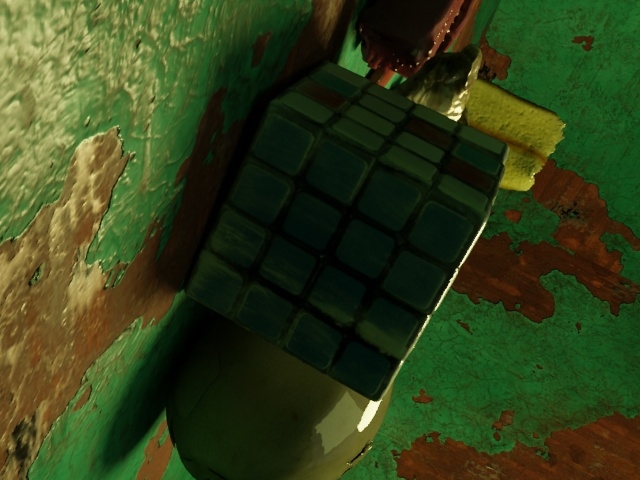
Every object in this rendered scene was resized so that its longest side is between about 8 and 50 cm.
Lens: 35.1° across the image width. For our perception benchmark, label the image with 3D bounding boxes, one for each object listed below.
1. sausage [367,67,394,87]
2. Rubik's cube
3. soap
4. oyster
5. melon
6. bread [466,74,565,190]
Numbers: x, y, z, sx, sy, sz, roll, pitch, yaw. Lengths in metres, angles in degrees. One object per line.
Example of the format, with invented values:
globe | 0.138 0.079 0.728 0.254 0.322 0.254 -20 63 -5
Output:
sausage | 0.123 -0.303 1.665 0.253 0.034 0.034 -57 171 -43
Rubik's cube | 0.039 -0.022 1.143 0.256 0.259 0.253 -64 175 25
soap | 0.143 -0.333 1.381 0.289 0.112 0.182 -55 167 -43
oyster | 0.093 -0.134 1.322 0.341 0.110 0.166 -36 -161 28
melon | -0.049 0.192 1.291 0.330 0.268 0.268 -46 164 -38
bread | 0.360 -0.241 2.339 0.233 0.361 0.245 -63 171 -2
